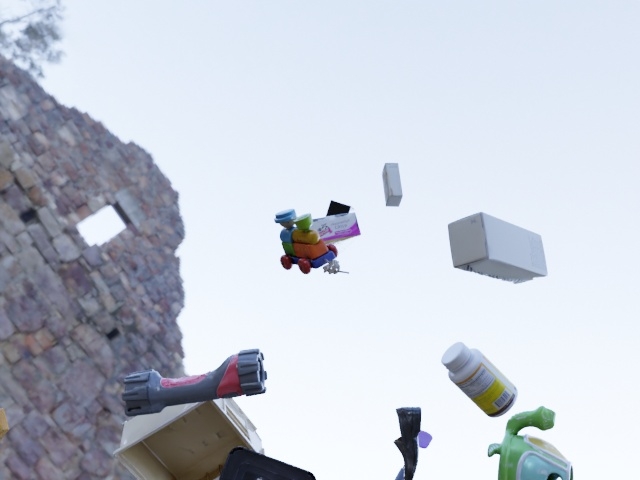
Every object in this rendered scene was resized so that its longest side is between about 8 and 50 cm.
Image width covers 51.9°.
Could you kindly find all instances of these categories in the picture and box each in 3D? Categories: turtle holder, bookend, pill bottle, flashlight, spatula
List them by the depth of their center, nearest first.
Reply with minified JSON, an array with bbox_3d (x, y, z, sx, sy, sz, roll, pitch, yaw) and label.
[{"bbox_3d":[-0.272,0.303,1.431,0.103,0.303,0.103,-71,153,-80],"label":"flashlight"},{"bbox_3d":[0.436,0.381,1.820,0.215,0.117,0.117,45,-31,-9],"label":"pill bottle"},{"bbox_3d":[0.640,0.688,1.982,0.227,0.320,0.243,-2,-46,29],"label":"turtle holder"},{"bbox_3d":[0.266,0.674,2.003,0.084,0.296,0.030,14,-54,22],"label":"spatula"},{"bbox_3d":[0.052,-0.048,2.217,0.072,0.157,0.156,18,1,7],"label":"bookend"}]

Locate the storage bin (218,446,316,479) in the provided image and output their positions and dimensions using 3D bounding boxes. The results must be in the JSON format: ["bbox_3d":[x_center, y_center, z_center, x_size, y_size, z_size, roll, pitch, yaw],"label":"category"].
[{"bbox_3d":[-0.104,0.485,1.269,0.180,0.122,0.084,17,-22,7],"label":"storage bin"}]

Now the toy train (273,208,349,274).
[{"bbox_3d":[-0.020,-0.001,1.575,0.248,0.105,0.144,8,-58,57],"label":"toy train"}]

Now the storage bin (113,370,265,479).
[{"bbox_3d":[-0.306,0.496,1.591,0.260,0.262,0.123,57,3,-24],"label":"storage bin"}]

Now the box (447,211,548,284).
[{"bbox_3d":[0.410,0.024,1.507,0.094,0.275,0.113,-21,-116,41],"label":"box"}]

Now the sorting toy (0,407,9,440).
[{"bbox_3d":[-0.521,0.252,0.948,0.307,0.041,0.229,-43,-116,43],"label":"sorting toy"}]

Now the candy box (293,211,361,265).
[{"bbox_3d":[0.000,0.000,1.844,0.233,0.159,0.071,131,-53,-67],"label":"candy box"}]

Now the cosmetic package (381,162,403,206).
[{"bbox_3d":[0.203,-0.158,1.865,0.060,0.041,0.115,101,-12,-58],"label":"cosmetic package"}]

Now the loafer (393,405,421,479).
[{"bbox_3d":[0.197,0.465,1.509,0.061,0.170,0.062,4,-11,7],"label":"loafer"}]
